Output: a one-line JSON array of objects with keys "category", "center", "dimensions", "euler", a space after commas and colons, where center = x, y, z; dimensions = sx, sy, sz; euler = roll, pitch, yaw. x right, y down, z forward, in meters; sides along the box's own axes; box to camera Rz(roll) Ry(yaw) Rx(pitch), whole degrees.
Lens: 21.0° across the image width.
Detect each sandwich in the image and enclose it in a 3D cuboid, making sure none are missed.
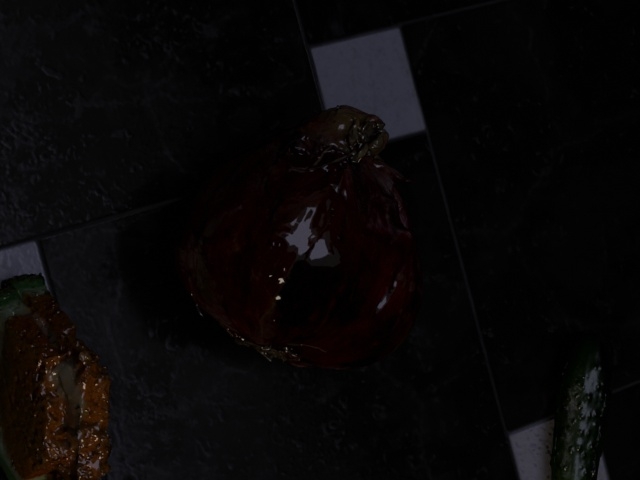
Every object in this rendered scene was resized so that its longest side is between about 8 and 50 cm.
[{"category": "sandwich", "center": [-0.268, 0.163, 1.650], "dimensions": [0.079, 0.159, 0.235], "euler": [-13, 112, -33]}]

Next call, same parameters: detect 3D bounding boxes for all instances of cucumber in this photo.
[{"category": "cucumber", "center": [0.299, 0.217, 1.997], "dimensions": [0.069, 0.069, 0.227], "euler": [9, 86, -27]}]

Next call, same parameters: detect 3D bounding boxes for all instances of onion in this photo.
[{"category": "onion", "center": [-0.010, 0.018, 1.760], "dimensions": [0.281, 0.221, 0.281], "euler": [-4, 102, -17]}]
